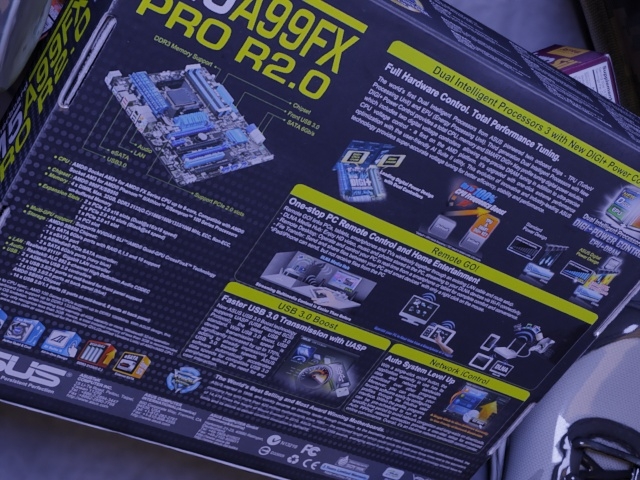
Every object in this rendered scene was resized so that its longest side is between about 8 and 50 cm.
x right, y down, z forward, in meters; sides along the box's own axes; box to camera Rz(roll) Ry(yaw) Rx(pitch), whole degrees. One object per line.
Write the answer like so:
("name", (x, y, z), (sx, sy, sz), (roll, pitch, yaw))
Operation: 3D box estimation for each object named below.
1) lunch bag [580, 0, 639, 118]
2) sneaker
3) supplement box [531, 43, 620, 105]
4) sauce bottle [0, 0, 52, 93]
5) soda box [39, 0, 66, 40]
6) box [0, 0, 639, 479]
("lunch bag", (0.267, -0.098, 0.512), (0.235, 0.169, 0.287), (-29, 103, -4))
("sneaker", (0.126, 0.161, 0.566), (0.100, 0.108, 0.272), (23, 95, -19))
("supplement box", (0.094, -0.060, 0.525), (0.083, 0.055, 0.043), (-20, 109, -12))
("sauce bottle", (-0.252, -0.142, 0.338), (0.344, 0.111, 0.112), (19, 98, -9))
("soda box", (-0.185, -0.063, 0.434), (0.183, 0.063, 0.058), (-38, 111, -5))
("box", (0.000, 0.000, 0.458), (0.270, 0.060, 0.216), (22, 116, -29))
